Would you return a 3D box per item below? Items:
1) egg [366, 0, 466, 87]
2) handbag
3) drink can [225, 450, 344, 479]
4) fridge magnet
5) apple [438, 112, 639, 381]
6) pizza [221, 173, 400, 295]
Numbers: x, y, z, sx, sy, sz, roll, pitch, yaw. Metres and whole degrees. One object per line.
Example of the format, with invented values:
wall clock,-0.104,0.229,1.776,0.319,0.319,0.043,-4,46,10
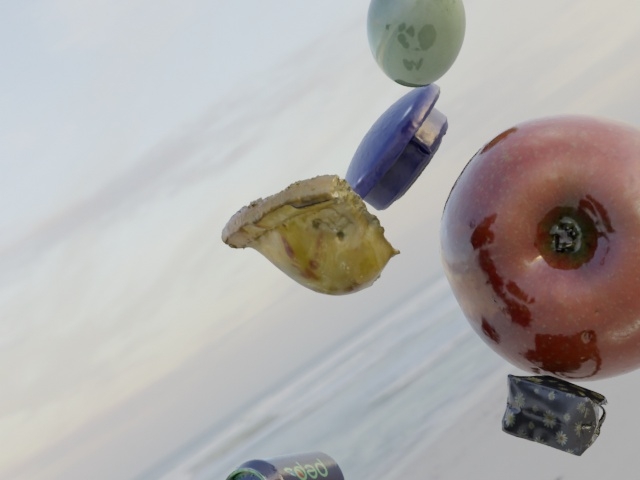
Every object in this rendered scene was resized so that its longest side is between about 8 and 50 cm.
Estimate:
egg,0.143,-0.320,1.910,0.149,0.149,0.192,-31,-45,-39
handbag,0.292,0.199,1.502,0.115,0.072,0.139,13,9,37
drink can,-0.055,0.384,1.938,0.118,0.118,0.205,-36,-21,25
fridge magnet,0.127,-0.155,2.187,0.265,0.112,0.265,-52,5,6
apple,0.316,0.006,1.579,0.348,0.348,0.277,-35,-11,14
pizza,0.004,0.005,1.428,0.204,0.188,0.081,-35,35,58
